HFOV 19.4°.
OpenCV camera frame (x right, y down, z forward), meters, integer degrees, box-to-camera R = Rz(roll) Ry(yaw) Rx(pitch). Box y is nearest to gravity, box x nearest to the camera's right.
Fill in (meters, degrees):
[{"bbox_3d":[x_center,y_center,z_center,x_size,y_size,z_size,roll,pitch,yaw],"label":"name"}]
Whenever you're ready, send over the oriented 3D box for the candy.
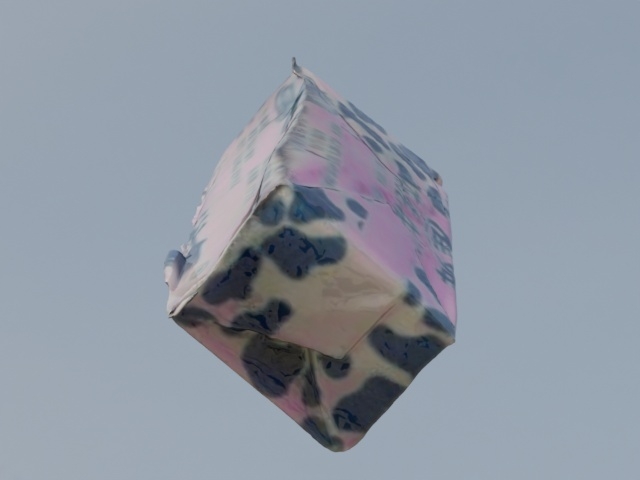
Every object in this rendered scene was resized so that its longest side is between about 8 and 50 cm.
[{"bbox_3d":[0.000,0.000,0.706,0.092,0.160,0.073,38,-72,-11],"label":"candy"}]
